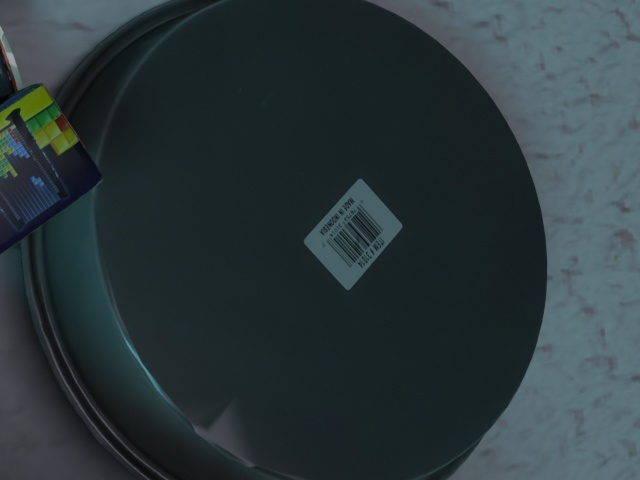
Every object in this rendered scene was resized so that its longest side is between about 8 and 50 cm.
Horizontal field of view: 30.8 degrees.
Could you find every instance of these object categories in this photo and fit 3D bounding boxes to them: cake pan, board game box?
[{"bbox_3d":[0.000,0.000,0.590,0.293,0.054,0.293,7,74,-27],"label":"cake pan"},{"bbox_3d":[-0.187,0.008,0.464,0.170,0.141,0.048,-39,107,-24],"label":"board game box"}]

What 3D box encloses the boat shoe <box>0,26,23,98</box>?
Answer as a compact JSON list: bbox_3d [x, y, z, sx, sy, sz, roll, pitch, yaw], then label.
[{"bbox_3d":[-0.177,-0.108,0.524,0.043,0.049,0.137,-32,103,-23],"label":"boat shoe"}]
